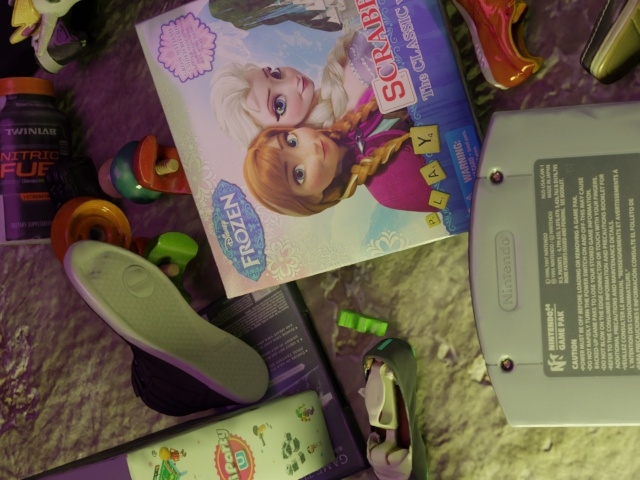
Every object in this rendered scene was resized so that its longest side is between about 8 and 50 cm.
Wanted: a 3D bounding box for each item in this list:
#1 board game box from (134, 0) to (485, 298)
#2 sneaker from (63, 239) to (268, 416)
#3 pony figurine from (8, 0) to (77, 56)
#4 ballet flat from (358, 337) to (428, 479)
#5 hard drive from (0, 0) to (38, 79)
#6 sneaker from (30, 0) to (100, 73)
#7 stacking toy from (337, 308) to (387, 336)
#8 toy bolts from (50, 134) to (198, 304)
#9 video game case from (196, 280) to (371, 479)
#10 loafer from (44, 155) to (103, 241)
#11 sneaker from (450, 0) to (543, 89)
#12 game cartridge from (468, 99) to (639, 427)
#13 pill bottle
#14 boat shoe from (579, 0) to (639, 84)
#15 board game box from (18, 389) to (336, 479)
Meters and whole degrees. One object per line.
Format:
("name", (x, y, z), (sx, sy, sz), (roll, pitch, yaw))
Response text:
("board game box", (-0.001, -0.130, 0.870), (0.318, 0.066, 0.319), (-17, 96, 18))
("sneaker", (-0.216, 0.124, 1.001), (0.296, 0.105, 0.147), (42, 131, -23))
("pony figurine", (-0.290, -0.452, 1.049), (0.363, 0.303, 0.351), (-21, 83, 17))
("ballet flat", (0.077, 0.213, 0.922), (0.074, 0.074, 0.203), (-3, 91, 35))
("hard drive", (-0.510, -0.388, 1.313), (0.172, 0.054, 0.255), (-36, 72, 31))
("sneaker", (-0.373, -0.368, 1.209), (0.106, 0.078, 0.234), (-13, 77, 20))
("stacking toy", (0.000, 0.000, 0.969), (0.221, 0.052, 0.167), (18, 97, 23))
("toy bolts", (-0.274, -0.031, 1.094), (0.158, 0.218, 0.229), (-6, 70, 45))
("video game case", (-0.064, 0.190, 1.048), (0.196, 0.026, 0.274), (-33, 75, 32))
("loafer", (-0.331, -0.014, 1.196), (0.076, 0.078, 0.223), (0, 110, 39))
("sneaker", (0.173, -0.243, 0.835), (0.067, 0.064, 0.175), (-26, 94, 34))
("game cartridge", (0.239, 0.023, 0.766), (0.198, 0.062, 0.297), (-3, 91, 14))
("pill bottle", (-0.438, -0.118, 1.230), (0.130, 0.130, 0.246), (-4, 91, 35))
("boat shoe", (0.296, -0.253, 0.745), (0.073, 0.080, 0.224), (38, 108, 33))
("board game box", (-0.163, 0.261, 0.920), (0.224, 0.303, 0.098), (-22, 80, 34))
